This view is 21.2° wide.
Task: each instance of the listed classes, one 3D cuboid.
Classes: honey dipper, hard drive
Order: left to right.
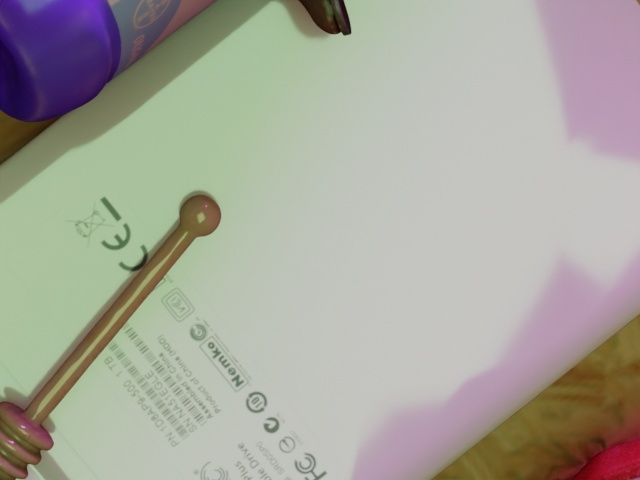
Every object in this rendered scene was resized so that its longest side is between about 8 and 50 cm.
[{"bbox_3d":[-0.098,0.044,0.734,0.030,0.030,0.160,39,89,-9],"label":"honey dipper"},{"bbox_3d":[0.000,0.000,0.777,0.353,0.047,0.233,-38,98,-1],"label":"hard drive"}]

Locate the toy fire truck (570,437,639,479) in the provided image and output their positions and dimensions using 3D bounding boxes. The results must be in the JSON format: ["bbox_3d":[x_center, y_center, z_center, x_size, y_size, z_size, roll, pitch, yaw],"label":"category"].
[{"bbox_3d":[0.176,0.240,0.778,0.254,0.169,0.302,-22,98,15],"label":"toy fire truck"}]

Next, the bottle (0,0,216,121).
[{"bbox_3d":[-0.024,-0.159,0.654,0.283,0.118,0.092,-39,92,-17],"label":"bottle"}]

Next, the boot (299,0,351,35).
[{"bbox_3d":[-0.053,-0.102,0.723,0.114,0.037,0.106,-27,56,0],"label":"boot"}]
